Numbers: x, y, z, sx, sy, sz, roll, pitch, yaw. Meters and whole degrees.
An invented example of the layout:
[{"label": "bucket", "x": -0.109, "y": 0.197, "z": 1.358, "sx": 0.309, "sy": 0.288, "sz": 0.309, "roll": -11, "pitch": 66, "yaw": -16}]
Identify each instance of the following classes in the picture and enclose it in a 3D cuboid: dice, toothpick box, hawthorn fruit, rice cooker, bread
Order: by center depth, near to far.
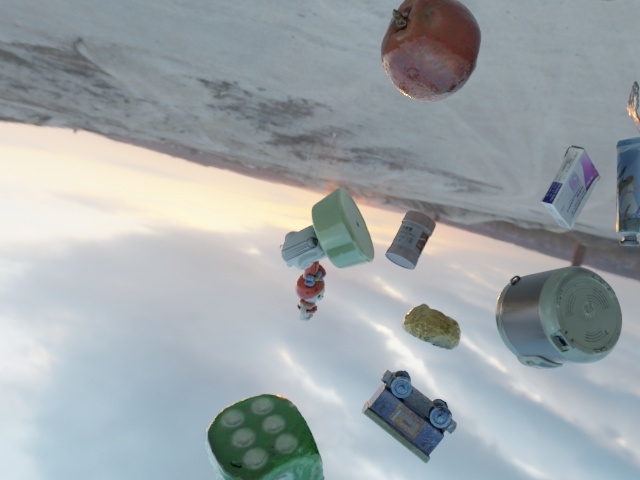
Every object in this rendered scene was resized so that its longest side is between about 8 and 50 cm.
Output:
[{"label": "hawthorn fruit", "x": 0.292, "y": -0.532, "z": 1.439, "sx": 0.300, "sy": 0.275, "sz": 0.275, "roll": 26, "pitch": 178, "yaw": -34}, {"label": "toothpick box", "x": 0.265, "y": -0.001, "z": 1.556, "sx": 0.099, "sy": 0.148, "sz": 0.098, "roll": 27, "pitch": 166, "yaw": 7}, {"label": "dice", "x": -0.174, "y": 0.669, "z": 1.605, "sx": 0.287, "sy": 0.299, "sz": 0.297, "roll": -19, "pitch": -148, "yaw": -21}, {"label": "rice cooker", "x": 0.787, "y": 0.262, "z": 1.780, "sx": 0.336, "sy": 0.334, "sz": 0.325, "roll": 14, "pitch": 163, "yaw": -16}, {"label": "bread", "x": 0.441, "y": 0.335, "z": 2.066, "sx": 0.245, "sy": 0.134, "sz": 0.244, "roll": 25, "pitch": 177, "yaw": 1}]

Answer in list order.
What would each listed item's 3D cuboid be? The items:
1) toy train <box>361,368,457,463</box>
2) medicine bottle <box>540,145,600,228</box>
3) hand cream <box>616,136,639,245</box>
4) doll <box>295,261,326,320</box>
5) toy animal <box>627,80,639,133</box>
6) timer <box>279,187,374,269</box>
[{"label": "toy train", "x": 0.299, "y": 0.581, "z": 1.782, "sx": 0.300, "sy": 0.202, "sz": 0.131, "roll": 37, "pitch": -177, "yaw": 6}, {"label": "medicine bottle", "x": 0.761, "y": -0.160, "z": 1.609, "sx": 0.171, "sy": 0.201, "sz": 0.052, "roll": 35, "pitch": 173, "yaw": -39}, {"label": "hand cream", "x": 0.768, "y": -0.122, "z": 1.306, "sx": 0.058, "sy": 0.271, "sz": 0.091, "roll": 6, "pitch": 176, "yaw": -24}, {"label": "doll", "x": -0.043, "y": 0.198, "z": 2.268, "sx": 0.130, "sy": 0.290, "sz": 0.161, "roll": 14, "pitch": -164, "yaw": 16}, {"label": "toy animal", "x": 1.000, "y": -0.274, "z": 1.527, "sx": 0.225, "sy": 0.284, "sz": 0.302, "roll": 8, "pitch": 146, "yaw": 15}, {"label": "timer", "x": 0.000, "y": 0.000, "z": 1.926, "sx": 0.316, "sy": 0.290, "sz": 0.291, "roll": -24, "pitch": 173, "yaw": 17}]
